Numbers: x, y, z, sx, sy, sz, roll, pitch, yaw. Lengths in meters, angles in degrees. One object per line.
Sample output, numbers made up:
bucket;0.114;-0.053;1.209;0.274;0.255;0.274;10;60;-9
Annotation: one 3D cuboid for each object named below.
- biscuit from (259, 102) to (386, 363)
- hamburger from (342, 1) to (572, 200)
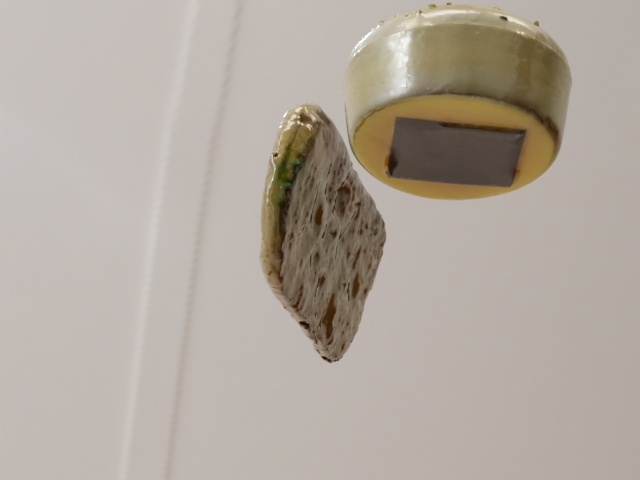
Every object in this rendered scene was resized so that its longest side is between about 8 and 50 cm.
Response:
biscuit;0.000;0.000;1.161;0.029;0.247;0.118;12;-107;17
hamburger;0.074;-0.077;0.998;0.126;0.081;0.141;-3;-31;13
